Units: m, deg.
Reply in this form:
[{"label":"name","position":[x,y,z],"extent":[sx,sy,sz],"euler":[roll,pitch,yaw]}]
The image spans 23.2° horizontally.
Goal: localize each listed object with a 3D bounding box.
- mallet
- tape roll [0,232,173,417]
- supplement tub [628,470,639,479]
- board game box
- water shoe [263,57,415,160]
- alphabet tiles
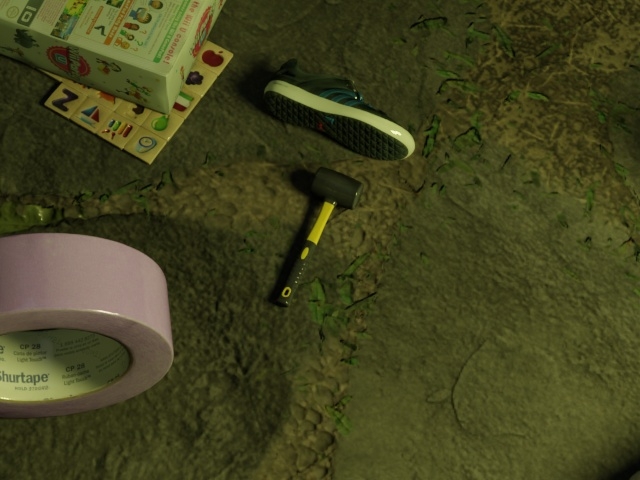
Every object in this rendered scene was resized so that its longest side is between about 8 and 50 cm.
[{"label":"mallet","position":[0.000,0.000,1.875],"extent":[0.062,0.039,0.190],"euler":[15,65,6]},{"label":"tape roll","position":[-0.296,0.095,1.649],"extent":[0.274,0.275,0.090],"euler":[-4,63,-9]},{"label":"supplement tub","position":[0.422,0.289,1.691],"extent":[0.199,0.144,0.144],"euler":[-30,68,-9]},{"label":"board game box","position":[-0.289,-0.314,1.969],"extent":[0.303,0.097,0.224],"euler":[20,62,6]},{"label":"water shoe","position":[0.032,-0.170,1.948],"extent":[0.203,0.073,0.080],"euler":[23,59,6]},{"label":"alphabet tiles","position":[-0.262,-0.222,1.981],"extent":[0.237,0.009,0.198],"euler":[29,62,10]}]
